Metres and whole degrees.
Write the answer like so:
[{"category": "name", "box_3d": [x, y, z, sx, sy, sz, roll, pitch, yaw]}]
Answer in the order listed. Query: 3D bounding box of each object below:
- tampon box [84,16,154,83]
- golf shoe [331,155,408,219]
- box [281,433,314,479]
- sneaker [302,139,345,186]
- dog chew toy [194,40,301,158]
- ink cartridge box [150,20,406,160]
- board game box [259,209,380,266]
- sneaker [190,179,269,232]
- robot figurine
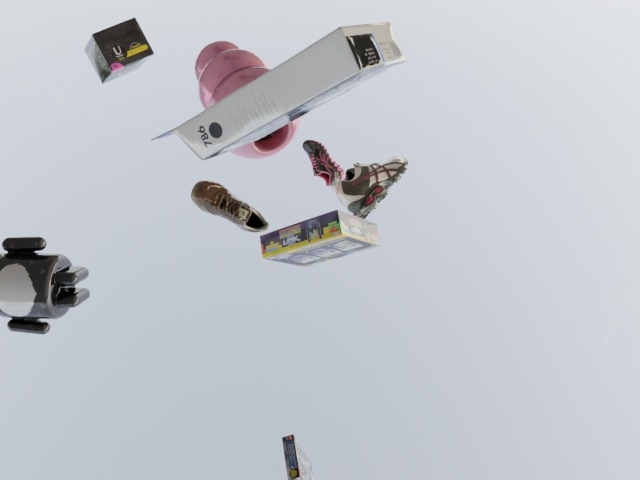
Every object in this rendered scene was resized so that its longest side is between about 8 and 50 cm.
[{"category": "tampon box", "box_3d": [-0.518, -0.483, 1.665, 0.121, 0.101, 0.161, -32, -164, -22]}, {"category": "golf shoe", "box_3d": [0.130, -0.161, 1.623, 0.120, 0.105, 0.273, 42, -138, 0]}, {"category": "box", "box_3d": [-0.040, 0.463, 1.300, 0.027, 0.137, 0.093, -18, -136, 4]}, {"category": "sneaker", "box_3d": [-0.002, -0.166, 1.408, 0.119, 0.047, 0.057, 47, -120, 0]}, {"category": "dog chew toy", "box_3d": [-0.184, -0.338, 1.482, 0.207, 0.206, 0.331, -24, -124, -17]}, {"category": "ink cartridge box", "box_3d": [-0.060, -0.189, 0.882, 0.333, 0.065, 0.165, -20, -171, 33]}, {"category": "board game box", "box_3d": [0.000, 0.000, 1.179, 0.170, 0.141, 0.048, -17, -109, 30]}, {"category": "sneaker", "box_3d": [-0.177, -0.069, 1.326, 0.071, 0.188, 0.066, 15, -100, 40]}, {"category": "robot figurine", "box_3d": [-0.741, 0.116, 1.659, 0.279, 0.173, 0.209, 2, -118, 3]}]
